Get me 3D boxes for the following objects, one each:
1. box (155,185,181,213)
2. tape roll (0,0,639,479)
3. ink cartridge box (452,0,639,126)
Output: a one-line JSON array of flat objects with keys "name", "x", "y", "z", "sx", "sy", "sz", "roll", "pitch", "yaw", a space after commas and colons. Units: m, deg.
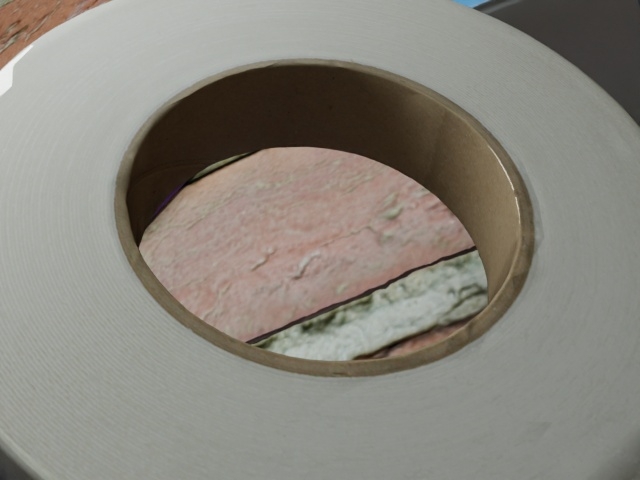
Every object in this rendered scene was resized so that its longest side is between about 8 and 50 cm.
[{"name": "box", "x": -0.263, "y": -0.054, "z": 0.980, "sx": 0.293, "sy": 0.057, "sz": 0.201, "roll": -49, "pitch": 46, "yaw": -8}, {"name": "tape roll", "x": 0.000, "y": 0.000, "z": 0.478, "sx": 0.392, "sy": 0.072, "sz": 0.392, "roll": 4, "pitch": 50, "yaw": -5}, {"name": "ink cartridge box", "x": 0.151, "y": -0.209, "z": 0.741, "sx": 0.197, "sy": 0.198, "sz": 0.270, "roll": -18, "pitch": 51, "yaw": 21}]
